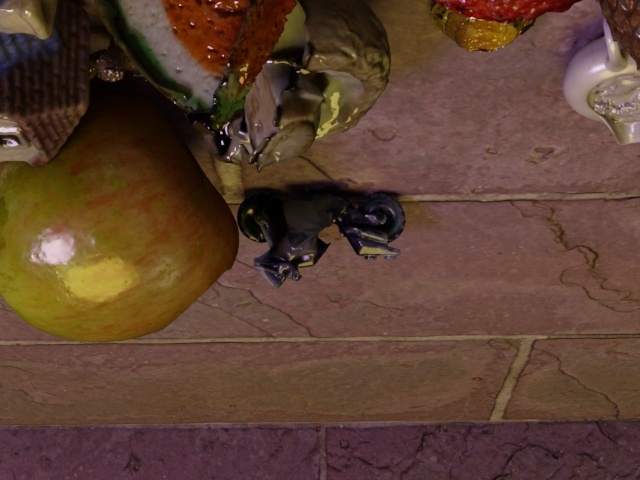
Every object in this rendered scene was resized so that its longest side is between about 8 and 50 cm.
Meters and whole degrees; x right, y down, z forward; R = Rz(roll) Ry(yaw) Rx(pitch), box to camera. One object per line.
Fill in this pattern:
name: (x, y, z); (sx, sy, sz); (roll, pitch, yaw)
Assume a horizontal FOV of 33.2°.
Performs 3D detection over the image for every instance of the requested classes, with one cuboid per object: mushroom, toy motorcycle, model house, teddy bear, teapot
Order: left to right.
model house: (-0.406, -0.195, 1.188); (0.267, 0.261, 0.321); (-4, 158, 3)
teddy bear: (-0.226, -0.229, 1.331); (0.119, 0.077, 0.160); (-1, -177, 45)
mushroom: (-0.028, -0.205, 1.264); (0.164, 0.189, 0.267); (-8, 149, -35)
toy motorcycle: (0.000, 0.000, 1.719); (0.271, 0.159, 0.106); (2, 176, -1)
teapot: (0.374, -0.210, 1.343); (0.145, 0.092, 0.226); (-13, 151, 20)

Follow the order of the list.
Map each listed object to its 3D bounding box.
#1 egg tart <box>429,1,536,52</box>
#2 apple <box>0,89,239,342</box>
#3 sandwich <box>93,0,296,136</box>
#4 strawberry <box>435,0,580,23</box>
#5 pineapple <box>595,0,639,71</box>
egg tart: (0.194, -0.264, 1.277); (0.131, 0.052, 0.130); (3, 155, 1)
apple: (-0.292, -0.024, 1.432); (0.340, 0.339, 0.339); (0, 155, 0)
sandwich: (-0.127, -0.261, 1.107); (0.212, 0.292, 0.109); (-51, 159, 10)
strawberry: (0.182, -0.307, 0.993); (0.274, 0.220, 0.274); (-4, 153, -2)
pineapple: (0.426, -0.186, 1.103); (0.202, 0.361, 0.202); (-11, 150, -7)
